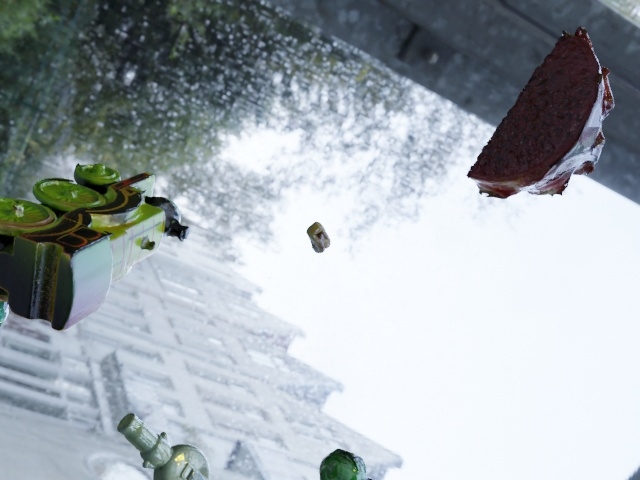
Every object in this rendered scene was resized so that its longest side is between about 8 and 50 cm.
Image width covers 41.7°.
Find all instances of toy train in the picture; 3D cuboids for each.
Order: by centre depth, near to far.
[{"bbox_3d":[-0.258,-0.006,0.923,0.296,0.161,0.100,-45,152,-65],"label":"toy train"}]

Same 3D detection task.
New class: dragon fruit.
[{"bbox_3d":[0.350,-0.150,1.192,0.126,0.161,0.274,35,-88,37],"label":"dragon fruit"}]

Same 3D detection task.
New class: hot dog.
[{"bbox_3d":[0.000,0.000,1.473,0.030,0.034,0.090,-43,157,-11],"label":"hot dog"}]

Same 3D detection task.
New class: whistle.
[{"bbox_3d":[-0.304,0.439,1.676,0.067,0.258,0.126,-18,-149,40],"label":"whistle"}]

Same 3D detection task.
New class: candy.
[{"bbox_3d":[0.149,0.526,1.754,0.097,0.324,0.097,-158,-90,-86],"label":"candy"}]

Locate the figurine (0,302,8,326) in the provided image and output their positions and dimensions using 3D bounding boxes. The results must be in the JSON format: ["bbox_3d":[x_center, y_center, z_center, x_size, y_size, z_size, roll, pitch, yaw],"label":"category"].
[{"bbox_3d":[-0.498,0.084,1.228,0.102,0.111,0.195,-22,-156,-3],"label":"figurine"}]
